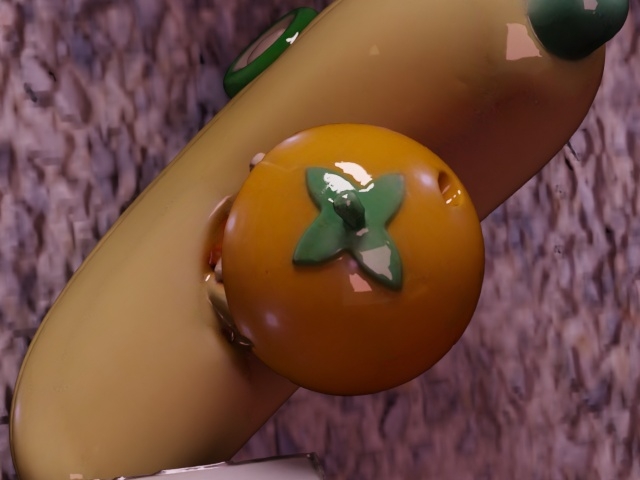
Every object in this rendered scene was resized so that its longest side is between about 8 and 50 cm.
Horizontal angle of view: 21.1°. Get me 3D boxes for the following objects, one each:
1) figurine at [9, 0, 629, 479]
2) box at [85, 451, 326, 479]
[{"bbox_3d":[0.000,0.000,0.733,0.324,0.222,0.124,-47,108,-15],"label":"figurine"},{"bbox_3d":[-0.049,0.174,0.685,0.115,0.036,0.178,-8,112,-9],"label":"box"}]
